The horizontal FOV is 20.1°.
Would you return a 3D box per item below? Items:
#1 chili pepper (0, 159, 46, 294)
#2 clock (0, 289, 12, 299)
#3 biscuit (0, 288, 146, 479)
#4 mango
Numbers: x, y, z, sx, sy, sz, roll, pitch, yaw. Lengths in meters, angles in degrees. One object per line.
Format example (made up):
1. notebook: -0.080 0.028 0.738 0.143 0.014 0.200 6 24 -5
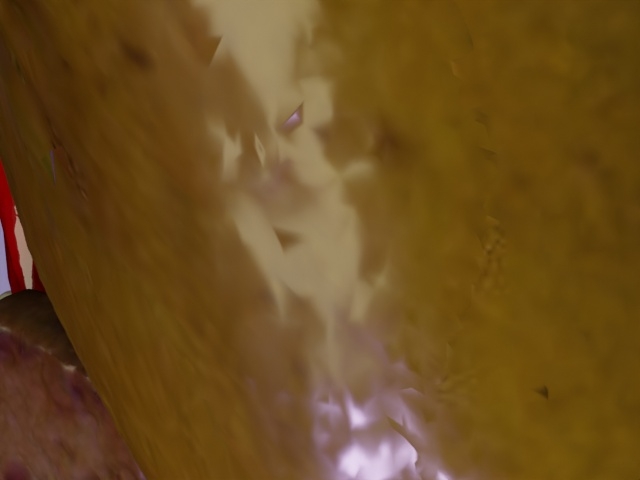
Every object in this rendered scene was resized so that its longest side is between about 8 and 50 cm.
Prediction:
1. chili pepper: -0.109 -0.018 0.895 0.110 0.110 0.388 -16 86 64
2. clock: -0.145 0.092 1.036 0.170 0.069 0.232 112 143 -46
3. biscuit: -0.072 0.189 0.831 0.359 0.046 0.359 32 137 37
4. mango: 0.025 -0.055 0.498 0.301 0.220 0.445 -40 71 54
